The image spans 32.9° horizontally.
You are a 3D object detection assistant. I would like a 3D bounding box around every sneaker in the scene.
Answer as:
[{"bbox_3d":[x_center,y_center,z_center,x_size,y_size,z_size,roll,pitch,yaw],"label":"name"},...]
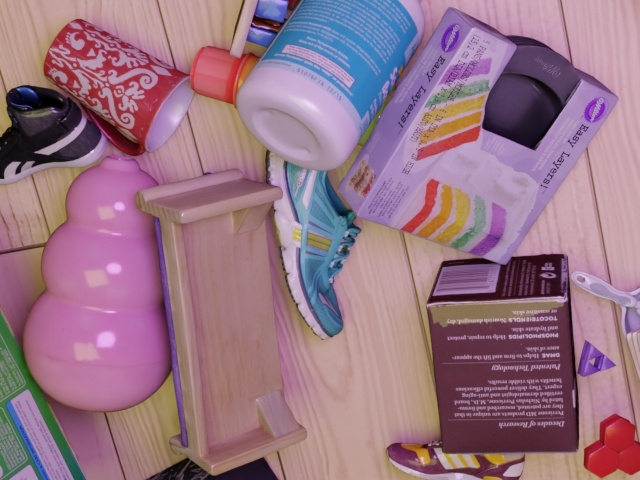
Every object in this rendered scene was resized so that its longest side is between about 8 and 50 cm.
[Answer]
[{"bbox_3d":[0.000,0.000,1.405,0.110,0.107,0.275,-9,107,2],"label":"sneaker"},{"bbox_3d":[0.184,0.284,1.470,0.185,0.069,0.084,11,100,3],"label":"sneaker"},{"bbox_3d":[-0.398,-0.147,1.429,0.217,0.079,0.121,-9,136,23],"label":"sneaker"}]

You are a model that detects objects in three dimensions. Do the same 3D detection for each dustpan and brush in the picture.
[{"bbox_3d":[0.408,0.084,1.352,0.211,0.060,0.147,28,111,3],"label":"dustpan and brush"}]

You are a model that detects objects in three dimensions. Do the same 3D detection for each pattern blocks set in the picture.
[{"bbox_3d":[0.471,0.148,1.323,0.325,0.026,0.285,-7,105,-6],"label":"pattern blocks set"}]

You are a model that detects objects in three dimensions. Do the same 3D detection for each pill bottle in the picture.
[{"bbox_3d":[0.026,-0.220,1.247,0.146,0.146,0.264,31,68,2],"label":"pill bottle"}]

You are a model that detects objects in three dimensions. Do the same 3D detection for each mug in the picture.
[{"bbox_3d":[-0.270,-0.190,1.401,0.169,0.113,0.150,32,110,5],"label":"mug"}]

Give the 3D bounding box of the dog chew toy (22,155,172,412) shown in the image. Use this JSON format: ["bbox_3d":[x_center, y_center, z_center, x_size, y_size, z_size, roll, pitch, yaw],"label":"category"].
[{"bbox_3d":[-0.283,0.053,1.440,0.206,0.206,0.332,10,100,10],"label":"dog chew toy"}]

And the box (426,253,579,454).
[{"bbox_3d":[0.232,0.139,1.352,0.167,0.168,0.203,-4,107,14],"label":"box"}]

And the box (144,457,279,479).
[{"bbox_3d":[-0.234,0.465,1.488,0.343,0.312,0.179,-30,98,19],"label":"box"}]

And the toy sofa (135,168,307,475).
[{"bbox_3d":[-0.139,0.098,1.395,0.177,0.150,0.362,18,119,52],"label":"toy sofa"}]

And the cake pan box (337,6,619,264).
[{"bbox_3d":[0.189,-0.117,1.270,0.246,0.070,0.267,18,114,-35],"label":"cake pan box"}]

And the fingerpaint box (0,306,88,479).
[{"bbox_3d":[-0.569,0.233,1.514,0.371,0.163,0.445,-13,105,38],"label":"fingerpaint box"}]

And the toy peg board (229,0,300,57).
[{"bbox_3d":[-0.046,-0.303,1.294,0.079,0.160,0.161,16,111,-9],"label":"toy peg board"}]

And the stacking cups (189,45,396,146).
[{"bbox_3d":[-0.006,-0.180,1.362,0.316,0.096,0.096,19,110,12],"label":"stacking cups"}]
